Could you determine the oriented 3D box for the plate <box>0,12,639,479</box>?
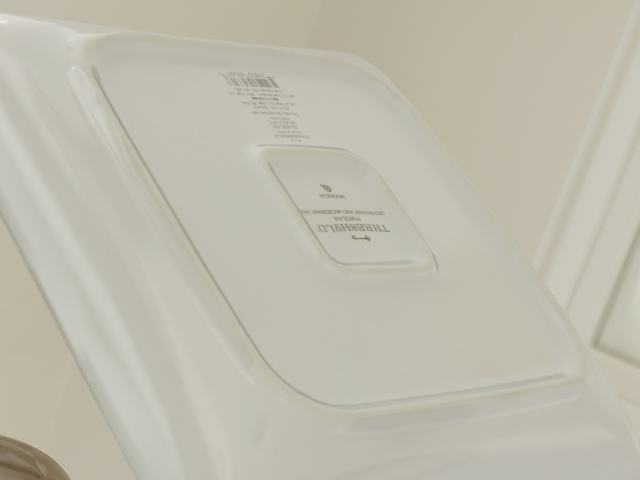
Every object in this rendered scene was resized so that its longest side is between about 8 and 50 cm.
[{"bbox_3d":[0.000,0.000,0.595,0.277,0.278,0.045,-2,-40,-46],"label":"plate"}]

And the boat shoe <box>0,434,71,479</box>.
[{"bbox_3d":[-0.286,0.128,0.612,0.121,0.341,0.110,-113,39,-69],"label":"boat shoe"}]
